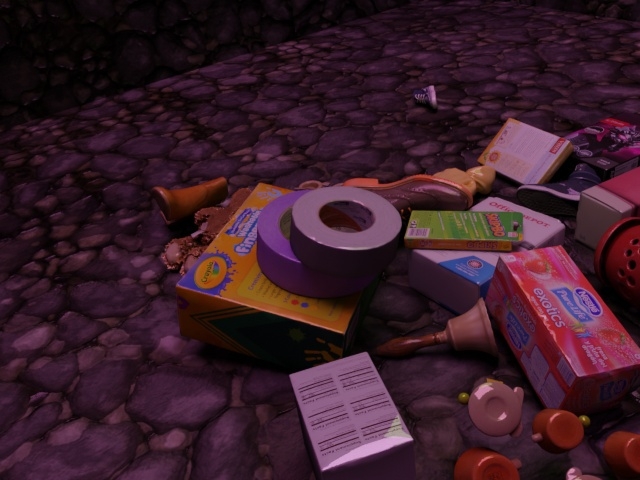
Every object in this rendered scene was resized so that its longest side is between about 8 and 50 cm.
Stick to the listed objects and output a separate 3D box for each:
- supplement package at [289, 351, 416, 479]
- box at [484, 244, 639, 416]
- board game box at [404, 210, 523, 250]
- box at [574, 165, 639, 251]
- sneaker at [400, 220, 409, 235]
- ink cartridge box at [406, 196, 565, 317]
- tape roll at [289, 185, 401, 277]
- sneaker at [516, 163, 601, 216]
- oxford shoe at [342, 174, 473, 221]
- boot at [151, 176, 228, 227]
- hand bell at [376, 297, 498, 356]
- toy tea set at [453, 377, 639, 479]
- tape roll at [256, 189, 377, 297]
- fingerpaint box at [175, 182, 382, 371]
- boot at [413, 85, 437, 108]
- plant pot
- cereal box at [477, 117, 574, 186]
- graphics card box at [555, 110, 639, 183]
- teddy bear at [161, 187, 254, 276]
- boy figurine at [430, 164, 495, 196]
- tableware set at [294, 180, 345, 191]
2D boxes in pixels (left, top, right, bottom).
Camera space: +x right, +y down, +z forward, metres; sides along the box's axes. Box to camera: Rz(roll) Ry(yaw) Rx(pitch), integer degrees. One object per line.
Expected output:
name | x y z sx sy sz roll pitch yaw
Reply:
supplement package | 0.054 0.338 1.030 0.149 0.194 0.203 -15 35 -9
box | 0.453 0.170 1.183 0.142 0.154 0.299 -8 44 -12
board game box | 0.333 -0.025 1.427 0.260 0.039 0.124 -1 34 19
box | 0.771 -0.073 1.536 0.233 0.148 0.127 -22 37 -19
sneaker | 0.171 -0.051 1.724 0.178 0.071 0.077 19 24 31
ink cartridge box | 0.392 0.038 1.468 0.308 0.129 0.223 -28 37 -27
tape roll | 0.049 -0.022 1.237 0.219 0.072 0.219 4 37 -3
sneaker | 0.667 -0.147 1.713 0.226 0.086 0.163 13 49 13
oxford shoe | 0.207 -0.080 1.591 0.364 0.130 0.132 0 50 31
boot | -0.371 -0.135 1.799 0.211 0.104 0.295 -30 -6 -14
hand bell | 0.236 0.207 1.294 0.242 0.126 0.126 -14 32 11
toy tea set | 0.372 0.362 1.009 0.336 0.124 0.199 16 72 4
tape roll | 0.000 0.000 1.333 0.275 0.090 0.274 3 37 -3
fingerpaint box | -0.062 0.075 1.435 0.371 0.163 0.444 14 38 12
boot | 0.411 -0.555 2.425 0.086 0.069 0.190 -10 25 11
plant pot | 0.707 0.053 1.334 0.191 0.191 0.174 -22 27 -19
cereal box | 0.613 -0.258 1.859 0.173 0.047 0.240 -53 42 4
graphics card box | 0.889 -0.272 1.861 0.371 0.094 0.233 -23 37 -20
teddy bear | -0.279 -0.008 1.726 0.245 0.113 0.338 6 43 31
boy figurine | 0.378 -0.152 1.793 0.285 0.092 0.177 -20 35 -19
tableware set | 0.018 -0.163 1.934 0.194 0.039 0.128 6 36 21
